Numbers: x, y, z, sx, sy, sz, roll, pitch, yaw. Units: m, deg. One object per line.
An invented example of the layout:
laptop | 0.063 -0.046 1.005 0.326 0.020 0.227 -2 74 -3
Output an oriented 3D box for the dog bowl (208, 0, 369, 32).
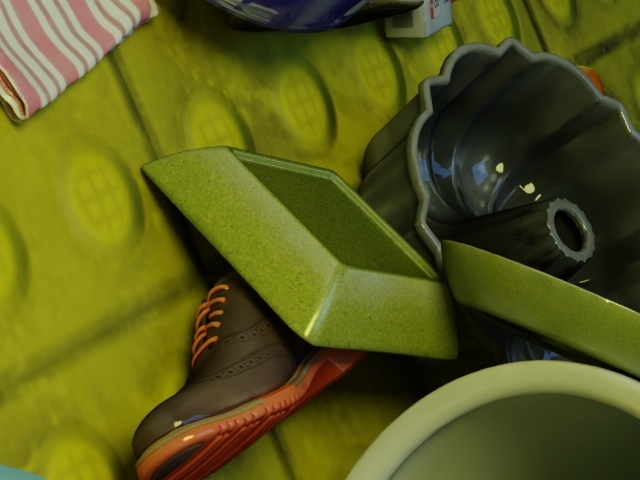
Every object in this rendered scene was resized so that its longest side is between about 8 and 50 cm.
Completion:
dog bowl | -0.040 -0.279 1.365 0.265 0.104 0.265 27 41 -26

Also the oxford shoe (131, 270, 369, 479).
oxford shoe | -0.059 0.081 1.247 0.098 0.097 0.271 52 25 4

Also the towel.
towel | -0.178 -0.174 1.245 0.144 0.029 0.197 62 33 -15

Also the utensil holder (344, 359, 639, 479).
utensil holder | 0.227 0.282 1.339 0.385 0.328 0.327 26 53 -51

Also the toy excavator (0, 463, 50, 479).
toy excavator | -0.102 0.213 0.939 0.433 0.222 0.445 22 8 -3

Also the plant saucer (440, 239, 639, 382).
plant saucer | 0.184 0.064 1.291 0.241 0.241 0.037 26 87 -48

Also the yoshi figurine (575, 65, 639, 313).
yoshi figurine | 0.287 0.008 1.719 0.203 0.203 0.362 14 63 -35

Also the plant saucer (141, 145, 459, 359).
plant saucer | 0.000 0.000 1.311 0.188 0.045 0.188 46 20 30

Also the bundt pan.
bundt pan | 0.154 0.014 1.519 0.331 0.124 0.331 22 54 -33

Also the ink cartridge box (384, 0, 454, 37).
ink cartridge box | 0.101 -0.259 1.658 0.179 0.045 0.145 -33 121 -57

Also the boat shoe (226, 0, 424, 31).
boat shoe | 0.004 -0.203 1.488 0.223 0.080 0.073 -11 88 -53
